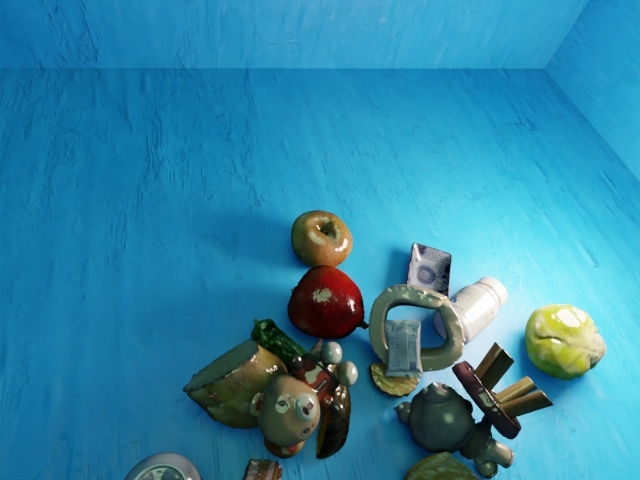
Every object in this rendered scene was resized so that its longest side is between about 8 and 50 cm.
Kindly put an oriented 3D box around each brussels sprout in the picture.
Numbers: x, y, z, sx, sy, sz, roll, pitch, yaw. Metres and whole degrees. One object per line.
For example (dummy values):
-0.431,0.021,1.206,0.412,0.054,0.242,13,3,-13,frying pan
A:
0.928,0.376,1.566,0.317,0.242,0.273,-13,66,-23,brussels sprout

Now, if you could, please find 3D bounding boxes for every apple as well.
-0.113,0.617,1.277,0.126,0.126,0.102,28,78,9,apple
0.000,0.000,1.677,0.261,0.194,0.260,5,58,-8,apple

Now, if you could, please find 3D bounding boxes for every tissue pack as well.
0.279,0.364,1.381,0.123,0.026,0.193,-2,88,13,tissue pack

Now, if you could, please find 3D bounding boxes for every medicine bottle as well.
0.596,0.272,1.619,0.293,0.170,0.170,-30,66,-28,medicine bottle

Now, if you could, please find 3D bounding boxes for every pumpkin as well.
0.061,0.549,1.332,0.111,0.163,0.278,10,55,-11,pumpkin

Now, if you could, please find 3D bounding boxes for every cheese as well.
0.343,0.306,1.459,0.332,0.153,0.292,5,89,12,cheese

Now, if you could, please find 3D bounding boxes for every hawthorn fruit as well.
0.035,0.243,1.488,0.307,0.265,0.265,36,56,-3,hawthorn fruit

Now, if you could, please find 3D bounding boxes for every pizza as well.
0.396,0.740,1.285,0.262,0.181,0.034,16,21,-10,pizza

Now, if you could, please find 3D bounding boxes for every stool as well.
0.574,0.468,1.310,0.178,0.272,0.272,-42,67,8,stool

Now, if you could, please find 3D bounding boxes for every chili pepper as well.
-0.146,0.367,1.434,0.270,0.136,0.099,35,64,24,chili pepper

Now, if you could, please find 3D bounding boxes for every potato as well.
-0.236,0.478,1.290,0.289,0.301,0.237,-28,94,-6,potato

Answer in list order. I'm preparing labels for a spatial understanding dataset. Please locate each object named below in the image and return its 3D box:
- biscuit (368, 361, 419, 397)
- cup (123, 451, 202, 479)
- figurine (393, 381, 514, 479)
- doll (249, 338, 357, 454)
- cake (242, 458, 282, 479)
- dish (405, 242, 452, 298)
0.257,0.503,1.463,0.183,0.061,0.118,13,56,1,biscuit
-0.409,0.675,1.066,0.206,0.312,0.205,6,55,-9,cup
0.440,0.623,1.339,0.381,0.248,0.203,37,40,-2,figurine
-0.051,0.445,1.215,0.330,0.174,0.235,-42,110,-31,doll
-0.189,0.780,1.168,0.116,0.112,0.295,15,49,-3,cake
0.449,0.142,1.733,0.182,0.080,0.243,18,53,1,dish
